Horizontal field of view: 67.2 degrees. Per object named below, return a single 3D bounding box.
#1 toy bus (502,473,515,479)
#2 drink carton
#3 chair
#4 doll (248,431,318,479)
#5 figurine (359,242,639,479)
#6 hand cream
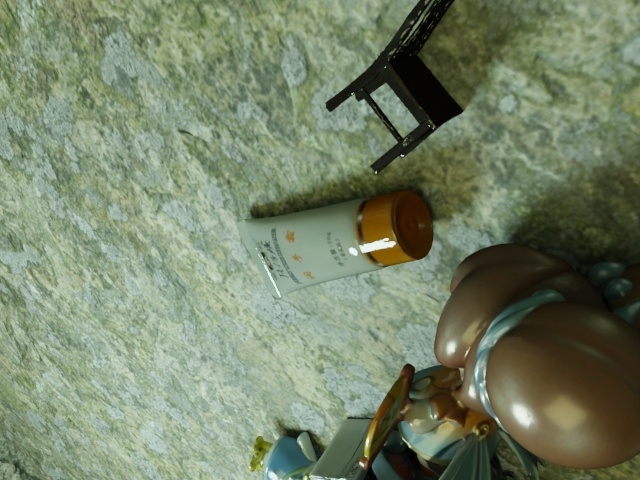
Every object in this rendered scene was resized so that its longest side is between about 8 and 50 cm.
[{"bbox_3d":[0.228,0.419,0.697,0.103,0.182,0.091,17,125,15],"label":"toy bus"},{"bbox_3d":[0.094,0.437,0.825,0.102,0.134,0.222,-16,107,37],"label":"drink carton"},{"bbox_3d":[0.114,-0.172,0.481,0.101,0.084,0.212,53,131,0],"label":"chair"},{"bbox_3d":[-0.026,0.460,0.946,0.241,0.135,0.098,15,152,28],"label":"doll"},{"bbox_3d":[0.200,0.170,0.529,0.248,0.277,0.388,44,134,36],"label":"figurine"},{"bbox_3d":[0.000,0.000,0.667,0.314,0.089,0.139,-17,104,47],"label":"hand cream"}]
